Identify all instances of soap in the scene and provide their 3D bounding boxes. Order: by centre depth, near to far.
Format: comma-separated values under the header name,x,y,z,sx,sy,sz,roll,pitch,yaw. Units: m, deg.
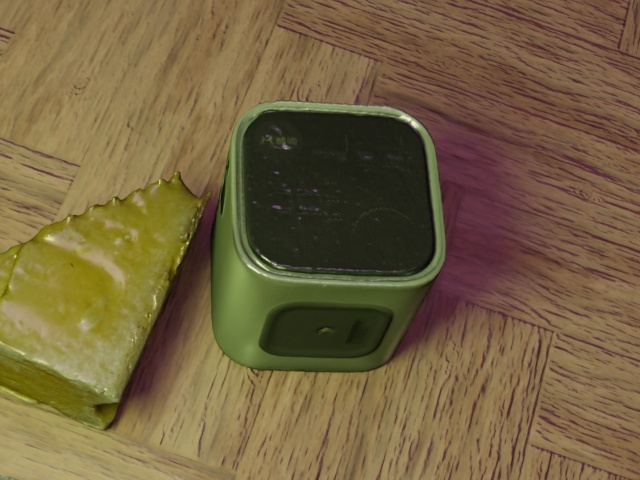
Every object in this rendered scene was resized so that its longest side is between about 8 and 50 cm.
name,x,y,z,sx,sy,sz,roll,pitch,yaw
soap,-0.325,0.014,1.544,0.304,0.169,0.339,25,59,-8

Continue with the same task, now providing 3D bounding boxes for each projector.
name,x,y,z,sx,sy,sz,roll,pitch,yaw
projector,0.000,0.000,1.562,0.248,0.249,0.249,2,61,-10

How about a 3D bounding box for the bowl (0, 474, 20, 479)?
name,x,y,z,sx,sy,sz,roll,pitch,yaw
bowl,-0.372,0.355,1.378,0.086,0.189,0.189,-18,57,28
